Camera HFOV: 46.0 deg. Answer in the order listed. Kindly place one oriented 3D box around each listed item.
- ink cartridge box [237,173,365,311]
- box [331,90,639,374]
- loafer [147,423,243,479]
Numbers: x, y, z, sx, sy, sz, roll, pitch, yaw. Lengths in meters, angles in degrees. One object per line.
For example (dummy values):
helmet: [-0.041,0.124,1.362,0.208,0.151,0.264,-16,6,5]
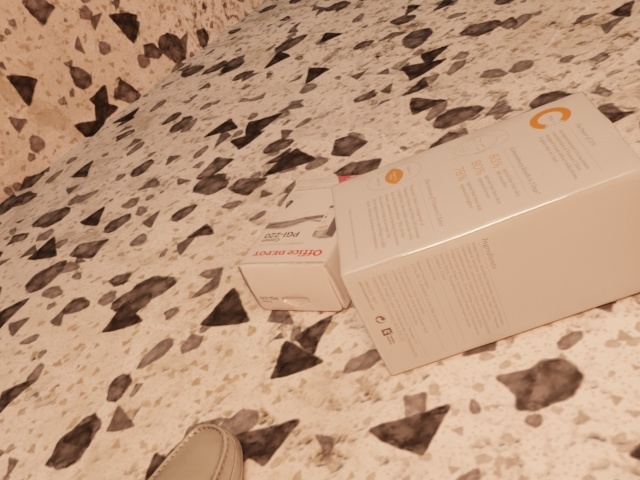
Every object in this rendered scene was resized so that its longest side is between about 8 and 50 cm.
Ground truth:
ink cartridge box: [0.000,0.000,1.133,0.158,0.092,0.218,-3,40,33]
box: [0.206,-0.013,0.927,0.345,0.168,0.215,-20,31,11]
loafer: [-0.177,0.313,0.776,0.112,0.112,0.319,-6,37,29]
